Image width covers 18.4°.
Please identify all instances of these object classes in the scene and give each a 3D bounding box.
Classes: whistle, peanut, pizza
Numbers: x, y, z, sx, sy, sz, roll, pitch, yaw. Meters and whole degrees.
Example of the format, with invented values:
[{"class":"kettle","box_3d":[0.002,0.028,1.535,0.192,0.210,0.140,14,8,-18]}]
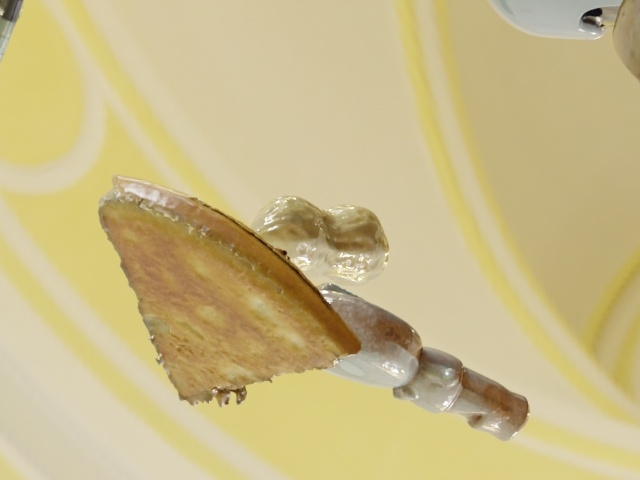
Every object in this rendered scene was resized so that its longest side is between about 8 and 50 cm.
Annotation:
[{"class":"whistle","box_3d":[0.058,0.087,1.451,0.220,0.107,0.057,27,-106,-18]},{"class":"peanut","box_3d":[0.000,0.000,1.796,0.187,0.082,0.082,9,-111,-47]},{"class":"pizza","box_3d":[-0.072,0.040,1.338,0.201,0.193,0.053,37,-126,3]}]

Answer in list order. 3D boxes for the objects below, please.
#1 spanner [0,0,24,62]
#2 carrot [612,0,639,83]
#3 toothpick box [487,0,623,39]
[{"class":"spanner","box_3d":[-0.262,-0.119,1.441,0.087,0.316,0.024,28,-155,10]},{"class":"carrot","box_3d":[0.328,-0.201,1.306,0.139,0.302,0.139,47,-169,-12]},{"class":"toothpick box","box_3d":[0.268,-0.288,1.587,0.263,0.354,0.263,3,-90,-65]}]
